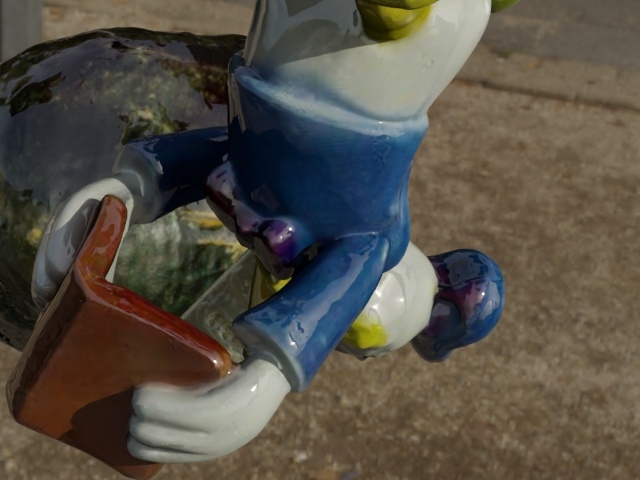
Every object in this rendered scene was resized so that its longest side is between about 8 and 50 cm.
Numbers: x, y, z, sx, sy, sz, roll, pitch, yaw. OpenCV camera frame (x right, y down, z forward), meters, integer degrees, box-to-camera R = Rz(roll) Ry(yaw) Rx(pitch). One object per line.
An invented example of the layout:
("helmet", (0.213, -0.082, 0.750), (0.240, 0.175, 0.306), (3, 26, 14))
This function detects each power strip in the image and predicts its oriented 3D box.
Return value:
("power strip", (-0.033, 0.035, 0.665), (0.056, 0.123, 0.032), (47, 15, 6))

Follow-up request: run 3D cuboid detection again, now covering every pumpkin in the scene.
("pumpkin", (-0.176, -0.023, 1.140), (0.454, 0.344, 0.454), (-3, -11, -1))

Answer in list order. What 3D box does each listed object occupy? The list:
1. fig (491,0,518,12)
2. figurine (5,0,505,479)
("fig", (0.188, -0.434, 1.549), (0.275, 0.206, 0.206), (16, 12, -45))
("figurine", (0.000, 0.000, 0.506), (0.204, 0.283, 0.338), (35, -7, 36))
